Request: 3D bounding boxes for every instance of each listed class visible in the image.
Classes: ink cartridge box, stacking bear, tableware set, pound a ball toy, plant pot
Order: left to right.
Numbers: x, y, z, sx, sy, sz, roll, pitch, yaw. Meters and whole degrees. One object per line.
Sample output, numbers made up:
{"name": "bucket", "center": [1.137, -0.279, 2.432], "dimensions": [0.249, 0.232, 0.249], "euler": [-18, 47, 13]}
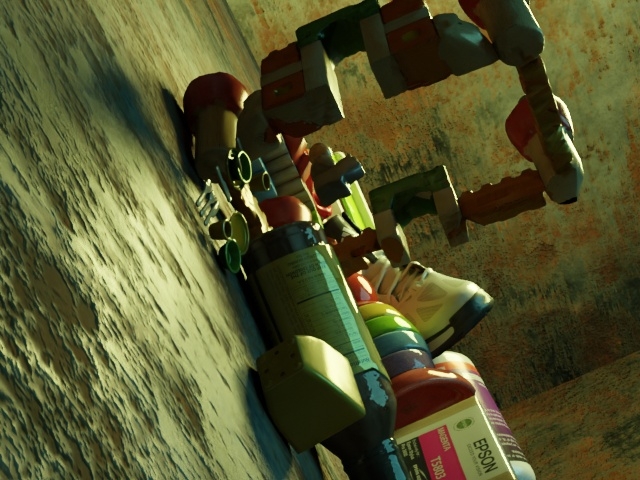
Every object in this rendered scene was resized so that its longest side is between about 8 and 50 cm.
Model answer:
{"name": "tableware set", "center": [-0.087, -0.038, 1.130], "dimensions": [0.154, 0.024, 0.104], "euler": [-67, 144, -55]}
{"name": "plant pot", "center": [-0.018, 0.140, 1.014], "dimensions": [0.083, 0.081, 0.081], "euler": [50, 13, -37]}
{"name": "pound a ball toy", "center": [-0.001, -0.035, 2.124], "dimensions": [0.319, 0.136, 0.208], "euler": [65, 29, -13]}
{"name": "stacking bear", "center": [0.078, 0.163, 1.609], "dimensions": [0.164, 0.175, 0.289], "euler": [35, 17, -48]}
{"name": "ink cartridge box", "center": [0.152, 0.317, 1.334], "dimensions": [0.234, 0.193, 0.088], "euler": [-104, 168, -72]}

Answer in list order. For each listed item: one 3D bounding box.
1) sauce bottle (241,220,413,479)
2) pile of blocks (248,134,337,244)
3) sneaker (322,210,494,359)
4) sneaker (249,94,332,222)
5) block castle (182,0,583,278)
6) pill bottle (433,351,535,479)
{"name": "sauce bottle", "center": [0.016, 0.150, 1.172], "dimensions": [0.111, 0.111, 0.344], "euler": [47, 21, -78]}
{"name": "pile of blocks", "center": [-0.053, -0.081, 1.593], "dimensions": [0.149, 0.113, 0.362], "euler": [-45, 111, -86]}
{"name": "sneaker", "center": [0.093, 0.074, 1.777], "dimensions": [0.257, 0.169, 0.447], "euler": [54, -24, -9]}
{"name": "sneaker", "center": [-0.062, -0.138, 1.767], "dimensions": [0.107, 0.118, 0.279], "euler": [-109, 173, -59]}
{"name": "block castle", "center": [0.077, -0.141, 1.305], "dimensions": [0.212, 0.453, 0.303], "euler": [-98, 163, -51]}
{"name": "pill bottle", "center": [0.232, 0.353, 1.711], "dimensions": [0.323, 0.182, 0.181], "euler": [63, 2, 38]}
